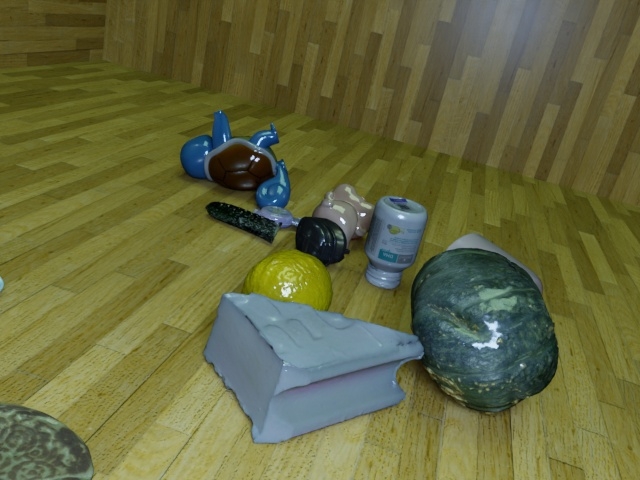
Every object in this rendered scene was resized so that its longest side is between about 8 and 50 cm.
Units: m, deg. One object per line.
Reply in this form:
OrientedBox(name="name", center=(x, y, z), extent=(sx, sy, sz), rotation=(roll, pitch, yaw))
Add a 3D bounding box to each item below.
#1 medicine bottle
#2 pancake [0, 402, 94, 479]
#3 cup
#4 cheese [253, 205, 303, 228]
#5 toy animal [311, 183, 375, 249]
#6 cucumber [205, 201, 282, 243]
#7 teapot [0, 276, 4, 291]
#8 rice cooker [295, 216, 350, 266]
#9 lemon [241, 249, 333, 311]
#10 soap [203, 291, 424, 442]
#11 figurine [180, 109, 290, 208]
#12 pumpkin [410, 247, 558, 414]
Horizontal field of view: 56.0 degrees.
OrientedBox(name="medicine bottle", center=(0.182, 0.008, 1.522), extent=(0.135, 0.215, 0.135), rotation=(11, 22, -5))
OrientedBox(name="pancake", center=(-0.422, 0.292, 0.761), extent=(0.250, 0.031, 0.250), rotation=(12, 23, -5))
OrientedBox(name="cup", center=(0.377, 0.128, 1.430), extent=(0.253, 0.191, 0.200), rotation=(-32, 45, -19))
OrientedBox(name="cheese", center=(-0.103, -0.063, 1.759), extent=(0.191, 0.042, 0.105), rotation=(14, 24, -5))
OrientedBox(name="toy animal", center=(0.071, -0.066, 1.725), extent=(0.171, 0.171, 0.197), rotation=(22, 28, 20))
OrientedBox(name="cucumber", center=(-0.213, -0.059, 1.666), extent=(0.245, 0.067, 0.067), rotation=(22, 24, 25))
OrientedBox(name="teapot", center=(-0.684, 0.016, 1.131), extent=(0.232, 0.159, 0.159), rotation=(50, 34, 14))
OrientedBox(name="rice cooker", center=(0.000, 0.000, 1.578), extent=(0.106, 0.112, 0.165), rotation=(2, 25, -40))
OrientedBox(name="lemon", center=(-0.066, 0.106, 1.214), extent=(0.180, 0.181, 0.193), rotation=(18, 1, 11))
OrientedBox(name="soap", center=(-0.021, 0.194, 1.064), extent=(0.302, 0.159, 0.258), rotation=(-2, 25, -36))
OrientedBox(name="figurine", center=(-0.239, -0.246, 1.931), extent=(0.416, 0.243, 0.298), rotation=(26, -18, 21))
OrientedBox(name="pumpkin", center=(0.304, 0.172, 1.142), extent=(0.257, 0.291, 0.328), rotation=(-12, 33, 9))
